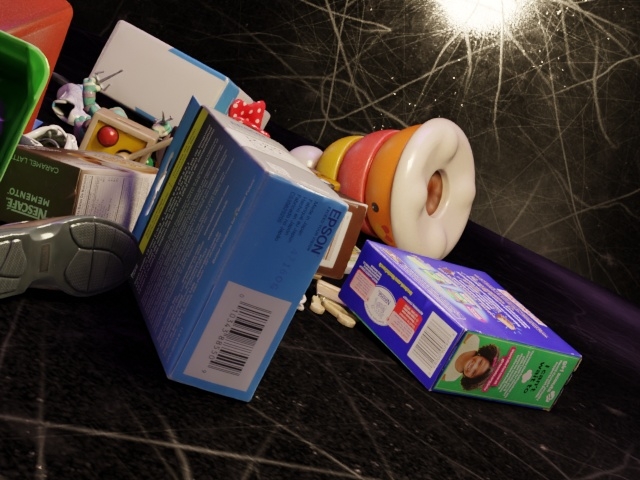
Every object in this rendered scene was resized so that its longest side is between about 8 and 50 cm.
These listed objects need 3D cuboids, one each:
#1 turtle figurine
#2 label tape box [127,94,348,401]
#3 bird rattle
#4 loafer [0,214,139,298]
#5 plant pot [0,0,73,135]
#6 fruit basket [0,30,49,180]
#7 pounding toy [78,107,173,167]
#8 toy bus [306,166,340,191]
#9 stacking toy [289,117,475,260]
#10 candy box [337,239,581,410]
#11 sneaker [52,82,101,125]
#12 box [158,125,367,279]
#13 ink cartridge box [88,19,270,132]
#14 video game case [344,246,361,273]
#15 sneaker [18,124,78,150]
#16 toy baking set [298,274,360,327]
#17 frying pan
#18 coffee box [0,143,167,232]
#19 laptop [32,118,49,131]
[{"bbox_3d":[-0.376,-0.216,1.771,0.175,0.118,0.234,41,-23,-13],"label":"turtle figurine"},{"bbox_3d":[-0.122,-0.008,1.162,0.115,0.249,0.348,21,12,-25],"label":"label tape box"},{"bbox_3d":[-0.212,-0.174,1.892,0.206,0.143,0.253,-8,-12,-25],"label":"bird rattle"},{"bbox_3d":[-0.313,0.010,1.076,0.084,0.096,0.267,19,10,28],"label":"loafer"},{"bbox_3d":[-0.535,-0.237,1.320,0.267,0.267,0.236,25,23,-4],"label":"plant pot"},{"bbox_3d":[-0.499,-0.147,0.997,0.392,0.283,0.392,23,-6,3],"label":"fruit basket"},{"bbox_3d":[-0.330,-0.150,1.646,0.141,0.130,0.100,25,12,-8],"label":"pounding toy"},{"bbox_3d":[-0.072,-0.102,2.070,0.130,0.108,0.332,31,12,23],"label":"toy bus"},{"bbox_3d":[0.107,-0.143,2.397,0.479,0.351,0.350,11,1,35],"label":"stacking toy"},{"bbox_3d":[0.228,0.140,1.593,0.317,0.122,0.268,14,21,-41],"label":"candy box"},{"bbox_3d":[-0.514,-0.280,1.993,0.083,0.071,0.190,10,19,-38],"label":"sneaker"},{"bbox_3d":[-0.113,-0.071,1.656,0.191,0.143,0.381,15,7,-38],"label":"box"},{"bbox_3d":[-0.310,-0.321,2.236,0.285,0.166,0.395,30,2,11],"label":"ink cartridge box"},{"bbox_3d":[0.000,0.000,1.919,0.193,0.023,0.212,42,16,24],"label":"video game case"},{"bbox_3d":[-0.397,-0.124,1.477,0.094,0.091,0.258,27,11,1],"label":"sneaker"},{"bbox_3d":[-0.037,0.070,1.571,0.256,0.030,0.197,19,14,-34],"label":"toy baking set"},{"bbox_3d":[-0.474,-0.276,2.095,0.326,0.053,0.197,24,10,-7],"label":"frying pan"},{"bbox_3d":[-0.316,-0.064,1.314,0.141,0.098,0.246,17,7,20],"label":"coffee box"},{"bbox_3d":[-0.596,-0.301,1.713,0.136,0.264,0.234,-12,15,-3],"label":"laptop"}]
